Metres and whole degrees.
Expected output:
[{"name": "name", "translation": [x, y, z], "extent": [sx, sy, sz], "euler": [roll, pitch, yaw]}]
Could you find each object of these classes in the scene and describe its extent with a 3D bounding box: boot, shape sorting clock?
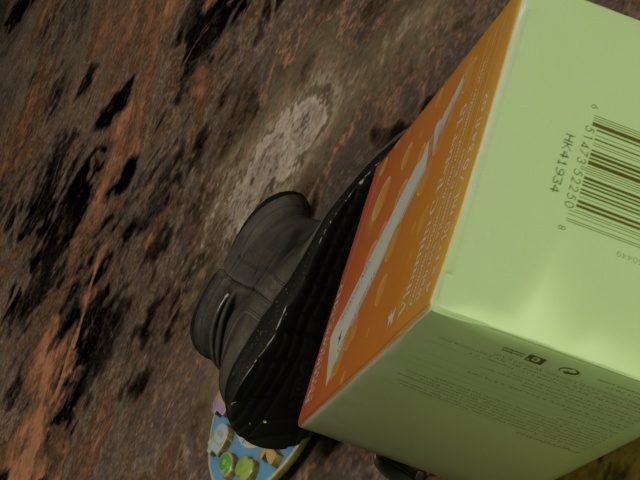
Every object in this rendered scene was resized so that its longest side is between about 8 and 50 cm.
[{"name": "boot", "translation": [0.000, 0.000, 1.714], "extent": [0.338, 0.118, 0.222], "euler": [-50, 26, 10]}, {"name": "shape sorting clock", "translation": [-0.046, 0.140, 1.802], "extent": [0.206, 0.040, 0.206], "euler": [-49, 25, 32]}]

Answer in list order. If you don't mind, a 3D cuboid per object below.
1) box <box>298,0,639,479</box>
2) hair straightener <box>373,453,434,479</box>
[{"name": "box", "translation": [0.126, 0.017, 1.253], "extent": [0.345, 0.168, 0.215], "euler": [128, 161, -69]}, {"name": "hair straightener", "translation": [0.085, 0.087, 1.550], "extent": [0.089, 0.047, 0.230], "euler": [-30, 38, 54]}]
